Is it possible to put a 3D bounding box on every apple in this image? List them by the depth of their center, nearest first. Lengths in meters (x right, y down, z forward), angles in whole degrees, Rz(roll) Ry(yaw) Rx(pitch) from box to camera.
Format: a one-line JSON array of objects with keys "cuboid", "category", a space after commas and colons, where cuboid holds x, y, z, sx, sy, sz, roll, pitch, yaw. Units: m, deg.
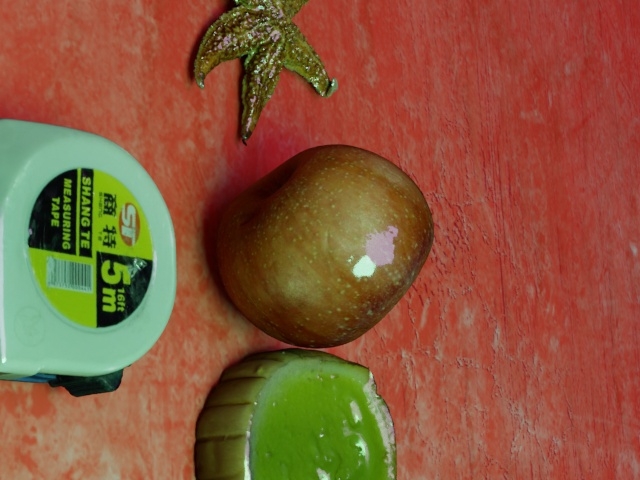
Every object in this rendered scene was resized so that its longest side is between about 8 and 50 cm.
[{"cuboid": [0.000, 0.000, 1.469, 0.162, 0.201, 0.201, 44, 47, -11], "category": "apple"}]

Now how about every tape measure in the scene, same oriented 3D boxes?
[{"cuboid": [-0.221, -0.053, 1.288, 0.215, 0.098, 0.351, 10, 75, -47], "category": "tape measure"}]

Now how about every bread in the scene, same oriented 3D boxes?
[{"cuboid": [-0.017, 0.208, 1.494, 0.236, 0.070, 0.236, 17, 66, -46], "category": "bread"}]

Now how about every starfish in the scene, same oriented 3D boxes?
[{"cuboid": [-0.060, -0.211, 1.582, 0.240, 0.043, 0.227, 47, 46, -29], "category": "starfish"}]
